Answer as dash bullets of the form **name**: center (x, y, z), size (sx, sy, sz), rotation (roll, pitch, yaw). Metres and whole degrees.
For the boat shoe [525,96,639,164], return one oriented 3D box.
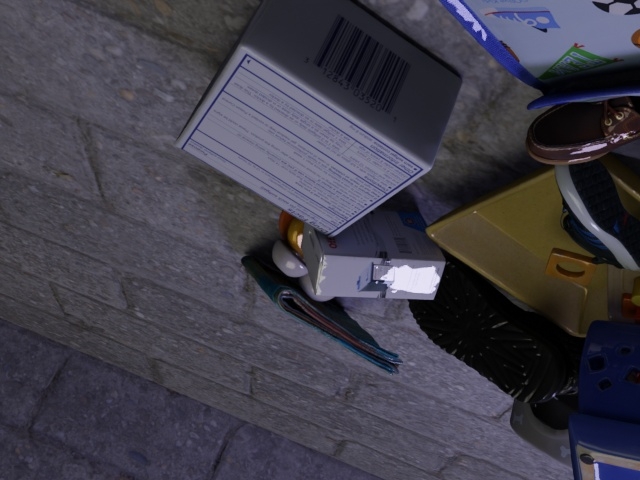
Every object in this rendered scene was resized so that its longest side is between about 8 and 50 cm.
- **boat shoe**: center (0.319, -0.139, 0.845), size (0.207, 0.073, 0.073), rotation (-17, 161, 7)

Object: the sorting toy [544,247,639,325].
- **sorting toy**: center (0.465, 0.086, 1.050), size (0.347, 0.047, 0.196), rotation (10, 150, 25)

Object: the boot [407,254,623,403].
- **boot**: center (0.329, 0.154, 1.368), size (0.260, 0.131, 0.348), rotation (5, -148, -46)

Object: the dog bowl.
- **dog bowl**: center (0.500, 0.350, 1.434), size (0.348, 0.102, 0.349), rotation (21, -175, -2)

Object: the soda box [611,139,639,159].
- **soda box**: center (0.351, -0.134, 0.913), size (0.169, 0.053, 0.060), rotation (17, 153, 12)

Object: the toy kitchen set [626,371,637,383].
- **toy kitchen set**: center (0.588, 0.242, 1.427), size (0.083, 0.075, 0.068), rotation (-16, 156, -9)

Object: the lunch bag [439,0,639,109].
- **lunch bag**: center (0.285, -0.233, 0.606), size (0.327, 0.239, 0.385), rotation (-1, 160, 40)

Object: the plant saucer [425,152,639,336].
- **plant saucer**: center (0.369, 0.000, 1.112), size (0.332, 0.081, 0.333), rotation (32, 152, -17)

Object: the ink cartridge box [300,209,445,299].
- **ink cartridge box**: center (0.076, 0.018, 1.230), size (0.190, 0.140, 0.082), rotation (2, 123, -13)

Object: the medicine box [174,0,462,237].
- **medicine box**: center (-0.012, -0.163, 1.049), size (0.263, 0.149, 0.289), rotation (31, 153, -13)

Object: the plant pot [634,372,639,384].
- **plant pot**: center (0.582, 0.217, 1.226), size (0.191, 0.174, 0.191), rotation (19, 153, 10)

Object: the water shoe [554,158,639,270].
- **water shoe**: center (0.312, -0.027, 0.944), size (0.080, 0.073, 0.203), rotation (-3, 141, 50)

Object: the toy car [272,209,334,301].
- **toy car**: center (0.000, 0.000, 1.370), size (0.182, 0.159, 0.136), rotation (45, -179, -36)

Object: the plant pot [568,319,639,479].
- **plant pot**: center (0.449, 0.267, 1.045), size (0.236, 0.212, 0.236), rotation (6, 128, 32)

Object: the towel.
- **towel**: center (-0.011, 0.127, 1.529), size (0.271, 0.040, 0.370), rotation (33, 180, -17)
